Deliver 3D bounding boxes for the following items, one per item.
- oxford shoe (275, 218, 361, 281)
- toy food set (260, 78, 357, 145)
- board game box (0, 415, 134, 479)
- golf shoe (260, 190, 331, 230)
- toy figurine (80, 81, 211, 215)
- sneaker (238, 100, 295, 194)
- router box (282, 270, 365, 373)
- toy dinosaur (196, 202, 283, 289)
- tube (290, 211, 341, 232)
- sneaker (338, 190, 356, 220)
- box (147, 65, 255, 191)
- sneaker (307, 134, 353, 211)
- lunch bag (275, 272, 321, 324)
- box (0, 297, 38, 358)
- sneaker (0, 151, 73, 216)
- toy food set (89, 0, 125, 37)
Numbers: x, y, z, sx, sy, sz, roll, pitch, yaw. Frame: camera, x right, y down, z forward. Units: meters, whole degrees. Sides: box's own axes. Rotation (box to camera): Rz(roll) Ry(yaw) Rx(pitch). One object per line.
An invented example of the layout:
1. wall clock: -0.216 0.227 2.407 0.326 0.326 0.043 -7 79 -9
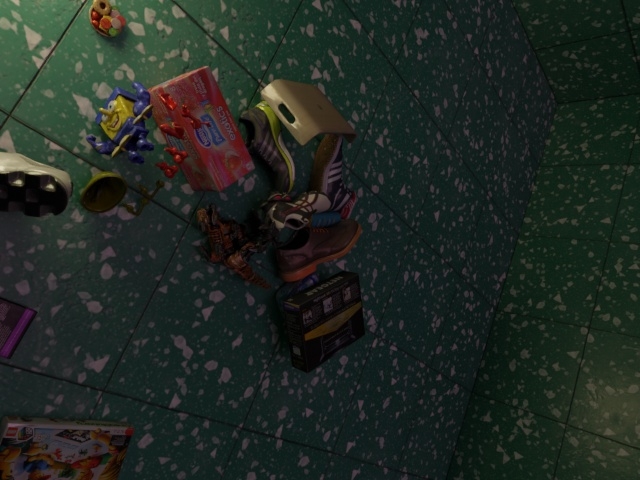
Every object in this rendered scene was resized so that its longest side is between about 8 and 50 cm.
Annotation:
1. oxford shoe: 0.000 0.000 1.624 0.363 0.129 0.133 -34 121 -31
2. toy food set: -0.030 -0.394 1.507 0.220 0.092 0.306 52 31 11
3. board game box: -0.635 0.538 1.144 0.305 0.053 0.193 24 78 -43
4. golf shoe: -0.066 -0.090 1.521 0.272 0.105 0.120 -8 65 -40
5. toy figurine: -0.473 -0.259 1.167 0.362 0.217 0.191 -45 156 22
6. sneaker: -0.174 -0.277 1.477 0.121 0.111 0.300 -27 105 -32
7. router box: 0.021 0.268 1.605 0.308 0.080 0.243 -22 112 -43
8. toy dinosaur: -0.245 0.015 1.432 0.218 0.164 0.322 -40 140 -17
9. tube: -0.017 -0.071 1.675 0.207 0.052 0.080 -9 126 -42
10. sneaker: 0.095 -0.141 1.780 0.067 0.042 0.119 26 79 -46
11. box: -0.328 -0.295 1.282 0.142 0.154 0.300 -41 122 -33
12. sneaker: 0.054 -0.240 1.689 0.153 0.099 0.283 16 90 -39
13. lunch bag: -0.052 0.228 1.649 0.176 0.090 0.219 -39 121 -37
14. box: -0.732 0.177 1.029 0.162 0.029 0.116 39 67 -41
15. sneaker: -0.699 -0.133 0.983 0.330 0.146 0.123 13 112 -22
16. toy food set: -0.524 -0.545 1.155 0.082 0.020 0.084 23 78 -43
